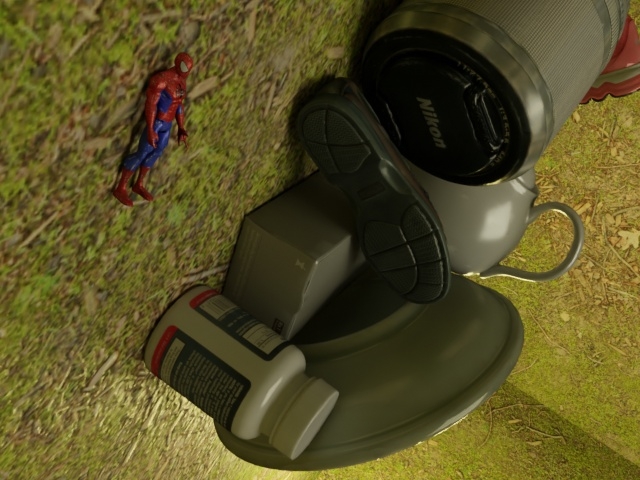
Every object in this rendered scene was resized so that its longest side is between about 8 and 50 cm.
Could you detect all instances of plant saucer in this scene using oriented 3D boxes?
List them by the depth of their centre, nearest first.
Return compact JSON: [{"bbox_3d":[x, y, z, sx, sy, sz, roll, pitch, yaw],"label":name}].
[{"bbox_3d":[0.042,0.117,0.931,0.400,0.400,0.101,-40,116,-48],"label":"plant saucer"}]

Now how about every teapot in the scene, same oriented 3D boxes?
[{"bbox_3d":[0.210,-0.085,1.024,0.187,0.256,0.252,-38,-150,23],"label":"teapot"}]

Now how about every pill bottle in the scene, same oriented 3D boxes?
[{"bbox_3d":[-0.078,0.136,0.761,0.108,0.180,0.108,-50,163,-22],"label":"pill bottle"}]

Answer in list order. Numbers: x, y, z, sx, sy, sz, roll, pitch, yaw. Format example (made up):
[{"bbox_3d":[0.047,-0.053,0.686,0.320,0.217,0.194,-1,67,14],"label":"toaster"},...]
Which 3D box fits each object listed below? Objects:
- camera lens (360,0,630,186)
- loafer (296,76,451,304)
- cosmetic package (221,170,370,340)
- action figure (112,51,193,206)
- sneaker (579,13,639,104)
[{"bbox_3d":[0.194,-0.212,0.833,0.274,0.219,0.219,-49,162,-27],"label":"camera lens"},{"bbox_3d":[0.073,-0.053,0.798,0.267,0.096,0.084,58,36,-26],"label":"loafer"},{"bbox_3d":[0.000,0.000,0.887,0.238,0.107,0.127,-32,151,-51],"label":"cosmetic package"},{"bbox_3d":[-0.113,-0.078,0.528,0.038,0.030,0.115,-20,138,-58],"label":"action figure"},{"bbox_3d":[0.316,-0.260,1.117,0.116,0.313,0.136,-35,115,-68],"label":"sneaker"}]
